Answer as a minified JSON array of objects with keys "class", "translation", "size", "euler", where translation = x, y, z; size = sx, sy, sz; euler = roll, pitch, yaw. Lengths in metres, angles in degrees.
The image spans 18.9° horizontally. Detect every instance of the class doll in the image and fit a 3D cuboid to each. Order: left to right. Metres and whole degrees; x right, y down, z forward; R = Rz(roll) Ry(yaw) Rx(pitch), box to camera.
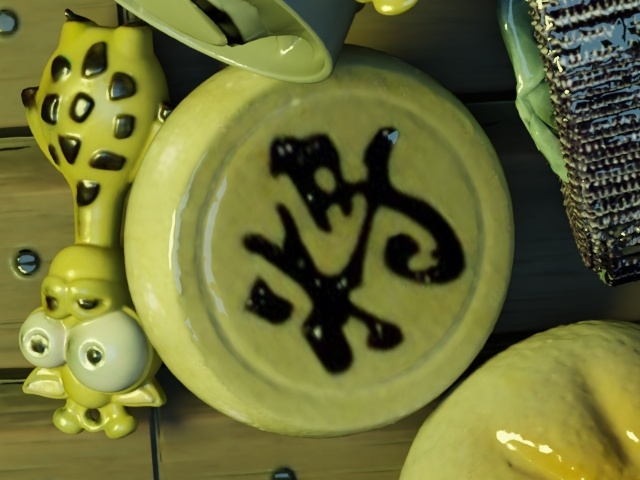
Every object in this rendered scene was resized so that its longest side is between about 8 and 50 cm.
[{"class":"doll","translation":[-0.151,-0.008,1.297],"size":[0.117,0.086,0.291],"euler":[7,99,21]}]

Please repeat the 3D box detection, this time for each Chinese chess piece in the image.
[{"class":"Chinese chess piece","translation":[0.000,0.000,1.248],"size":[0.257,0.104,0.257],"euler":[-3,98,-21]}]

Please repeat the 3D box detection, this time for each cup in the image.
[{"class":"cup","translation":[-0.008,-0.215,1.109],"size":[0.241,0.185,0.226],"euler":[19,76,29]}]

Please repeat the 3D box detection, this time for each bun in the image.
[{"class":"bun","translation":[0.200,0.199,1.241],"size":[0.299,0.165,0.299],"euler":[1,87,-16]}]

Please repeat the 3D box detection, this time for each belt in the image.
[{"class":"belt","translation":[0.169,-0.139,1.183],"size":[0.122,0.260,0.325],"euler":[-15,102,6]}]
